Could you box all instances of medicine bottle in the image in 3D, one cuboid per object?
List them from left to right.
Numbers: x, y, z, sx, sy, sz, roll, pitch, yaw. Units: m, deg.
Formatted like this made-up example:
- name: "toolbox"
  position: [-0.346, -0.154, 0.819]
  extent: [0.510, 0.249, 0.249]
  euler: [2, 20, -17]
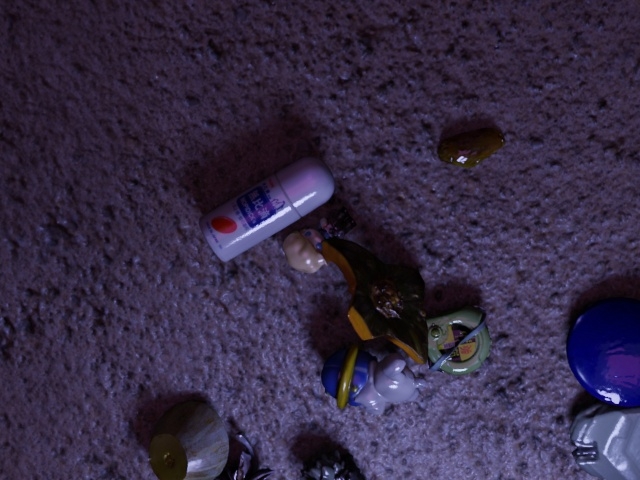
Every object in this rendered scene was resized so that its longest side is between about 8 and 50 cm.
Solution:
- name: "medicine bottle"
  position: [-0.122, -0.085, 1.680]
  extent: [0.341, 0.130, 0.130]
  euler: [-30, 93, 3]

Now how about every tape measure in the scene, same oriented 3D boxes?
- name: "tape measure"
  position: [0.335, 0.249, 1.708]
  extent: [0.200, 0.106, 0.175]
  euler: [-18, 80, 1]

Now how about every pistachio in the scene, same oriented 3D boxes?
- name: "pistachio"
  position: [0.378, -0.227, 1.696]
  extent: [0.173, 0.049, 0.089]
  euler: [-14, 95, 3]

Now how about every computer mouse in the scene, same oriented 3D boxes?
- name: "computer mouse"
  position: [0.842, 0.479, 1.697]
  extent: [0.429, 0.145, 0.228]
  euler: [-9, 102, 14]

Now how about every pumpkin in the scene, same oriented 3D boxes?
- name: "pumpkin"
  position: [-0.348, 0.524, 1.719]
  extent: [0.217, 0.110, 0.217]
  euler: [0, 91, 18]
- name: "pumpkin"
  position: [0.138, 0.135, 1.612]
  extent: [0.290, 0.258, 0.095]
  euler: [22, 137, -26]

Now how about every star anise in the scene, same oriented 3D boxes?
- name: "star anise"
  position: [-0.193, 0.619, 1.757]
  extent: [0.209, 0.089, 0.231]
  euler: [22, 94, 12]

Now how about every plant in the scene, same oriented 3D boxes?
- name: "plant"
  position: [0.044, 0.615, 1.732]
  extent: [0.132, 0.129, 0.194]
  euler: [-39, 96, 2]

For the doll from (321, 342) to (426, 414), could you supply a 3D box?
- name: "doll"
  position: [0.118, 0.336, 1.625]
  extent: [0.242, 0.311, 0.159]
  euler: [25, 68, 11]

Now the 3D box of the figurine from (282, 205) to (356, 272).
- name: "figurine"
  position: [0.000, 0.000, 1.700]
  extent: [0.196, 0.108, 0.114]
  euler: [-34, 98, -2]

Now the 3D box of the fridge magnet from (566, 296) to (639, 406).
- name: "fridge magnet"
  position: [0.740, 0.270, 1.674]
  extent: [0.265, 0.112, 0.265]
  euler: [-2, 78, 12]
